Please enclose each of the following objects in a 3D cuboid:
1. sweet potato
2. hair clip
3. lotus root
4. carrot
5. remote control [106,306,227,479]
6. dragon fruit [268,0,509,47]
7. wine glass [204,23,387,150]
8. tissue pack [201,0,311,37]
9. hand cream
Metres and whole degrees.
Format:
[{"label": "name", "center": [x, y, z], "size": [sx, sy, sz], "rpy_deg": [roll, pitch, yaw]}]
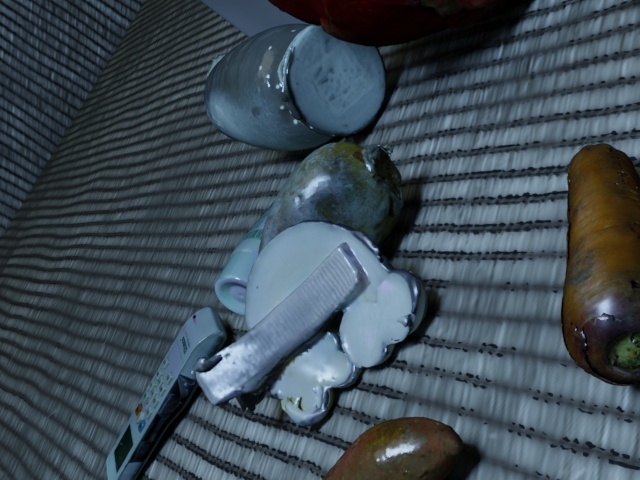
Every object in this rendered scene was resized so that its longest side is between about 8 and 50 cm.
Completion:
[{"label": "sweet potato", "center": [0.003, 0.165, 0.695], "size": [0.214, 0.050, 0.050], "rpy_deg": [-51, 20, 28]}, {"label": "hair clip", "center": [-0.010, 0.050, 0.824], "size": [0.172, 0.049, 0.116], "rpy_deg": [-44, 68, 24]}, {"label": "lotus root", "center": [-0.001, -0.002, 0.895], "size": [0.165, 0.088, 0.088], "rpy_deg": [-58, 18, 18]}, {"label": "carrot", "center": [0.140, 0.006, 0.605], "size": [0.055, 0.055, 0.161], "rpy_deg": [-45, 16, 30]}, {"label": "remote control", "center": [-0.130, 0.136, 1.073], "size": [0.166, 0.029, 0.065], "rpy_deg": [-59, 20, 9]}, {"label": "dragon fruit", "center": [0.050, -0.293, 0.936], "size": [0.296, 0.295, 0.302], "rpy_deg": [-53, 30, 11]}, {"label": "wine glass", "center": [-0.028, -0.134, 1.117], "size": [0.111, 0.111, 0.204], "rpy_deg": [-62, 22, -12]}, {"label": "tissue pack", "center": [-0.003, -0.298, 1.276], "size": [0.159, 0.136, 0.246], "rpy_deg": [-63, 20, -17]}, {"label": "hand cream", "center": [-0.031, -0.014, 1.057], "size": [0.076, 0.047, 0.174], "rpy_deg": [-35, 21, 48]}]
